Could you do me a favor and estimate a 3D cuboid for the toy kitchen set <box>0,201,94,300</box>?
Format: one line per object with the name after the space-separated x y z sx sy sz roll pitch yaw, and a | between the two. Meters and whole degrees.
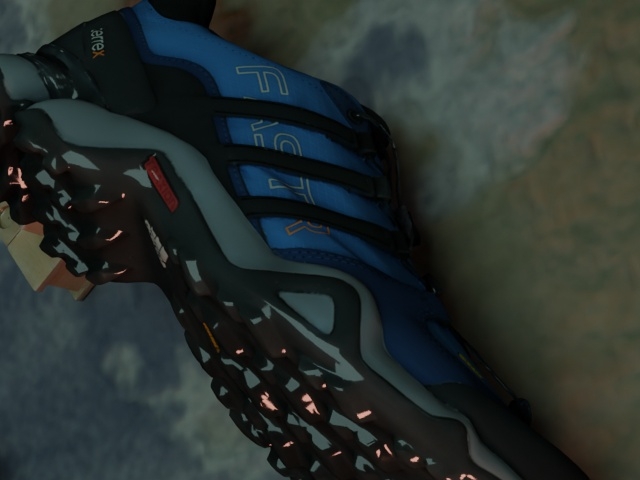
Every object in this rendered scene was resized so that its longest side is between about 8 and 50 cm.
-0.128 -0.029 0.618 0.083 0.068 0.075 -48 58 14 | toy kitchen set

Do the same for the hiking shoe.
0.000 0.000 0.502 0.304 0.113 0.132 42 63 16 | hiking shoe
